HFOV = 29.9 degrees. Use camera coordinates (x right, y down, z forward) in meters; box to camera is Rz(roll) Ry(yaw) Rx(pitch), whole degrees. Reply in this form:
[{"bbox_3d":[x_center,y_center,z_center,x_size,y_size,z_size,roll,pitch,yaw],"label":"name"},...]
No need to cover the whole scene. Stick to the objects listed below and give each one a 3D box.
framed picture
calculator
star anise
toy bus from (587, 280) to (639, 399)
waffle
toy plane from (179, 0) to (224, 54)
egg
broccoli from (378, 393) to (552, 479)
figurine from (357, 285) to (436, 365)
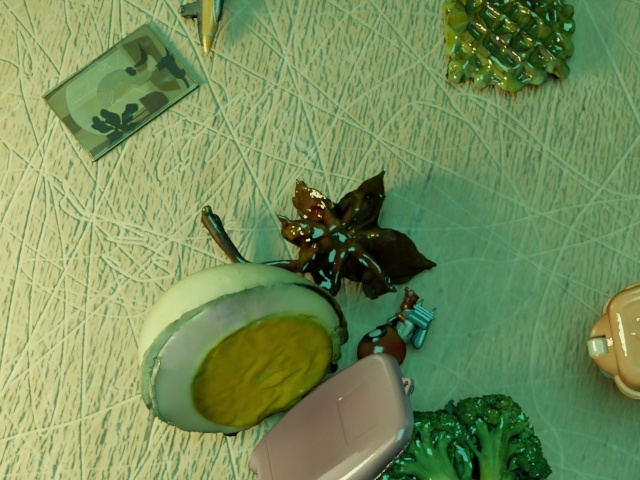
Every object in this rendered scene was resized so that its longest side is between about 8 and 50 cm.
[{"bbox_3d":[-0.305,-0.228,1.830,0.201,0.010,0.136,-37,79,-11],"label":"framed picture"},{"bbox_3d":[0.010,0.266,1.569,0.294,0.043,0.194,-42,34,21],"label":"calculator"},{"bbox_3d":[-0.003,-0.007,1.711,0.346,0.148,0.237,7,52,4],"label":"star anise"},{"bbox_3d":[0.480,0.134,1.615,0.232,0.287,0.194,-13,79,13],"label":"toy bus"},{"bbox_3d":[0.292,-0.332,1.844,0.204,0.054,0.223,-1,73,-1],"label":"waffle"},{"bbox_3d":[-0.174,-0.444,1.845,0.103,0.204,0.316,11,92,37],"label":"toy plane"},{"bbox_3d":[-0.118,0.118,1.633,0.286,0.264,0.174,-25,45,-1],"label":"egg"},{"bbox_3d":[0.187,0.323,1.552,0.270,0.270,0.270,-2,96,-19],"label":"broccoli"},{"bbox_3d":[0.107,0.139,1.706,0.075,0.068,0.140,38,84,4],"label":"figurine"}]
